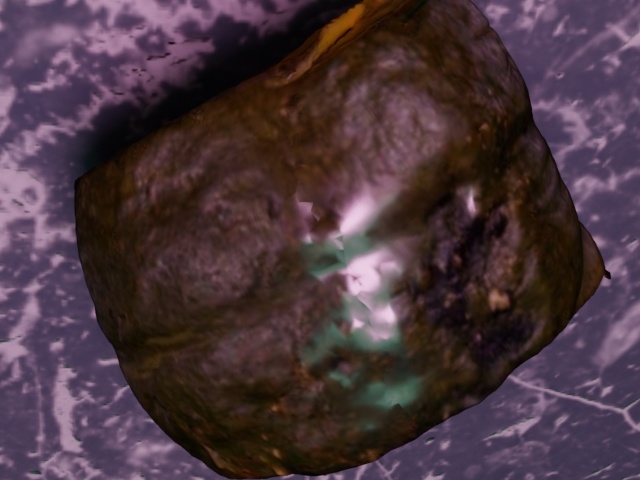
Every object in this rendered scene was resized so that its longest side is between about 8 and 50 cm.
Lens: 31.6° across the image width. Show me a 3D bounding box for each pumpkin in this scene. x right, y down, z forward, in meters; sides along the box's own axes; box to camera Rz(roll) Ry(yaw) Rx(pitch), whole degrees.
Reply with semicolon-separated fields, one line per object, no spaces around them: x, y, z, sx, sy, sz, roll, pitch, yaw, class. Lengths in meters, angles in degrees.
0.000;0.000;0.697;0.303;0.256;0.225;-31;100;6;pumpkin
